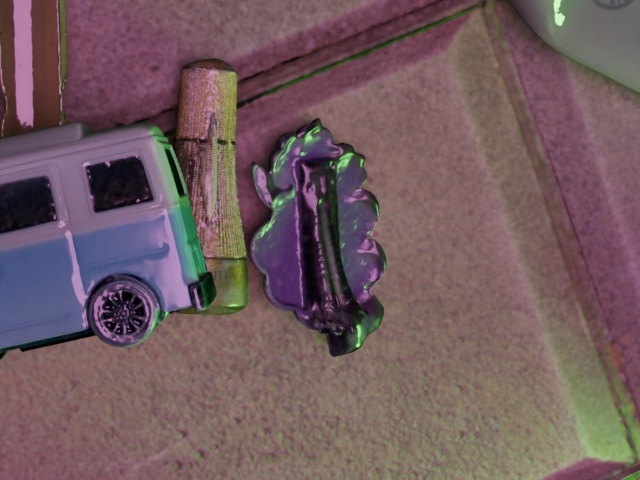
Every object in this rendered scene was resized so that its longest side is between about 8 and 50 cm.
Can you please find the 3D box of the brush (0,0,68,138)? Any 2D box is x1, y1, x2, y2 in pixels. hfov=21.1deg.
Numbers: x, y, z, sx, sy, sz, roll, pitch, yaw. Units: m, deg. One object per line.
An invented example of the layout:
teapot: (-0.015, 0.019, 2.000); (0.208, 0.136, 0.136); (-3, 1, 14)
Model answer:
brush: (-0.220, -0.097, 1.326); (0.054, 0.048, 0.282); (-1, 98, -5)

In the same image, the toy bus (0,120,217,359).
toy bus: (-0.225, 0.008, 1.252); (0.271, 0.133, 0.164); (-12, 93, 0)

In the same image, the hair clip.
hair clip: (0.002, 0.000, 1.389); (0.124, 0.052, 0.195); (-16, 100, -33)

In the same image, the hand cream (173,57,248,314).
hand cream: (-0.091, -0.043, 1.361); (0.084, 0.084, 0.203); (5, 91, -15)

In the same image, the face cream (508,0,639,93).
face cream: (0.282, -0.233, 1.421); (0.420, 0.137, 0.234); (25, 90, -28)
